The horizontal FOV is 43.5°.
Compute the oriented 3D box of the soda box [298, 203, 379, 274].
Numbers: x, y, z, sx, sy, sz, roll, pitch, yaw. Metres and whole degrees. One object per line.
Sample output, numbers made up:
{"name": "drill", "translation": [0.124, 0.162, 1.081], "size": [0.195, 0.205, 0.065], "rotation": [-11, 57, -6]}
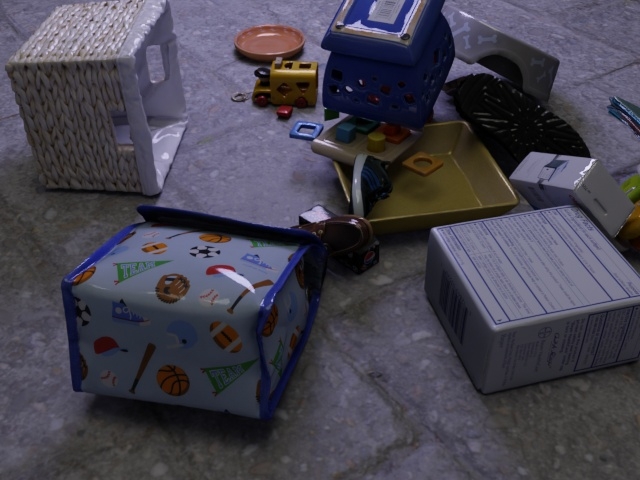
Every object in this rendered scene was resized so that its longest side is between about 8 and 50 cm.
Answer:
{"name": "soda box", "translation": [0.034, -0.004, 1.541], "size": [0.060, 0.053, 0.169], "rotation": [-31, 47, -33]}

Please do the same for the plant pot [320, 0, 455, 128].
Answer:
{"name": "plant pot", "translation": [0.138, -0.403, 1.674], "size": [0.236, 0.212, 0.236], "rotation": [15, 61, 19]}

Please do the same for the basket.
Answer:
{"name": "basket", "translation": [-0.457, -0.317, 1.724], "size": [0.266, 0.328, 0.331], "rotation": [2, 39, 6]}

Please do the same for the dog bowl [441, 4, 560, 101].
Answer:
{"name": "dog bowl", "translation": [0.421, -0.461, 1.952], "size": [0.348, 0.102, 0.349], "rotation": [24, 17, -8]}

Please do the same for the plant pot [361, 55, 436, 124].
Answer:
{"name": "plant pot", "translation": [0.189, -0.358, 1.894], "size": [0.191, 0.174, 0.191], "rotation": [0, 38, 0]}

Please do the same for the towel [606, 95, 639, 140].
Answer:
{"name": "towel", "translation": [0.773, -0.159, 1.628], "size": [0.370, 0.040, 0.271], "rotation": [17, 32, -25]}

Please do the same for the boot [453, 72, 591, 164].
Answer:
{"name": "boot", "translation": [0.444, -0.248, 1.790], "size": [0.348, 0.131, 0.260], "rotation": [44, 10, 2]}

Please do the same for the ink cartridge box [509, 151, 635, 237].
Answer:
{"name": "ink cartridge box", "translation": [0.471, -0.088, 1.515], "size": [0.082, 0.139, 0.190], "rotation": [-51, 25, -9]}

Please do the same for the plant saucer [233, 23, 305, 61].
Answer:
{"name": "plant saucer", "translation": [-0.142, -0.550, 2.250], "size": [0.200, 0.037, 0.200], "rotation": [-1, 39, 1]}

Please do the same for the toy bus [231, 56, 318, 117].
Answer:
{"name": "toy bus", "translation": [-0.097, -0.402, 2.007], "size": [0.202, 0.104, 0.191], "rotation": [-28, 46, -32]}

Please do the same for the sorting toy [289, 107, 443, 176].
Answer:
{"name": "sorting toy", "translation": [0.103, -0.226, 1.701], "size": [0.347, 0.047, 0.196], "rotation": [21, 43, 25]}

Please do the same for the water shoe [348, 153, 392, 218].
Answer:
{"name": "water shoe", "translation": [0.098, -0.101, 1.522], "size": [0.080, 0.073, 0.203], "rotation": [7, 40, 2]}

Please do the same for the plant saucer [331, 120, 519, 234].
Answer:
{"name": "plant saucer", "translation": [0.198, -0.122, 1.671], "size": [0.332, 0.081, 0.333], "rotation": [-7, 38, -8]}

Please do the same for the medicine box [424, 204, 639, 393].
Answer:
{"name": "medicine box", "translation": [0.357, 0.088, 1.345], "size": [0.289, 0.149, 0.263], "rotation": [-9, 39, -12]}

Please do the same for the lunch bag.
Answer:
{"name": "lunch bag", "translation": [-0.179, 0.079, 1.304], "size": [0.327, 0.239, 0.385], "rotation": [8, 23, 12]}

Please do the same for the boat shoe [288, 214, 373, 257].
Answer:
{"name": "boat shoe", "translation": [0.000, 0.000, 1.473], "size": [0.207, 0.073, 0.073], "rotation": [-11, 6, 43]}

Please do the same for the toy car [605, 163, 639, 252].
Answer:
{"name": "toy car", "translation": [0.624, -0.049, 1.545], "size": [0.136, 0.159, 0.182], "rotation": [34, 37, -13]}

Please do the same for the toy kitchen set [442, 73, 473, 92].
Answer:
{"name": "toy kitchen set", "translation": [0.345, -0.368, 2.023], "size": [0.068, 0.075, 0.083], "rotation": [-24, 4, -31]}
